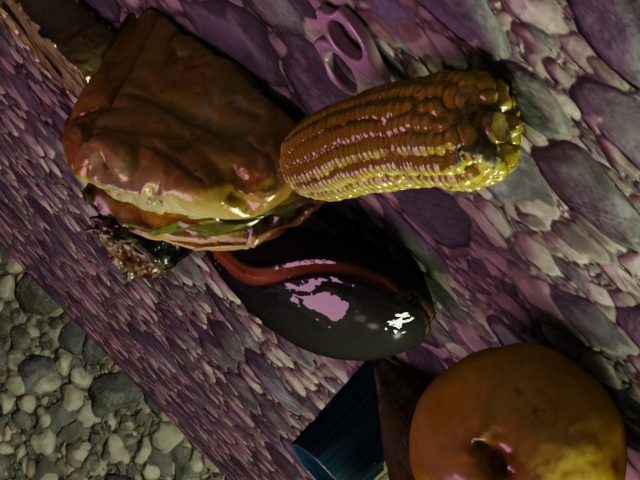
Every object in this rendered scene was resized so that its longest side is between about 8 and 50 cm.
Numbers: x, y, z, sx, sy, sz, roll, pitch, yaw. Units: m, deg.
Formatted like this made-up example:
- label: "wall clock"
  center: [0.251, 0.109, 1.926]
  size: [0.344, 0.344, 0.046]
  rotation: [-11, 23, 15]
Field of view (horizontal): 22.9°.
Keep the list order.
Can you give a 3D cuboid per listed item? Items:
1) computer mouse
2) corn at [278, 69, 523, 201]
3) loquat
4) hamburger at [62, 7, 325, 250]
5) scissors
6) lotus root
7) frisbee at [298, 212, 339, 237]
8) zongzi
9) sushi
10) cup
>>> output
- label: "computer mouse"
  center: [-0.013, 0.058, 1.735]
  size: [0.183, 0.116, 0.323]
  rotation: [39, 164, -34]
- label: "corn"
  center: [0.059, -0.079, 1.312]
  size: [0.101, 0.101, 0.292]
  rotation: [53, 152, -16]
- label: "loquat"
  center: [0.188, 0.198, 1.502]
  size: [0.208, 0.208, 0.208]
  rotation: [42, 163, 17]
- label: "hamburger"
  center: [-0.160, -0.093, 1.688]
  size: [0.330, 0.209, 0.162]
  rotation: [41, 162, 28]
- label: "scissors"
  center: [0.070, -0.122, 1.369]
  size: [0.212, 0.021, 0.110]
  rotation: [43, 160, 16]
- label: "lotus root"
  center: [-0.328, -0.258, 1.964]
  size: [0.261, 0.074, 0.170]
  rotation: [40, 164, 27]
- label: "frisbee"
  center: [0.000, 0.000, 1.834]
  size: [0.110, 0.014, 0.110]
  rotation: [41, 162, 17]
- label: "zongzi"
  center: [0.131, 0.300, 1.899]
  size: [0.300, 0.138, 0.286]
  rotation: [38, 132, 55]
- label: "sushi"
  center: [-0.260, -0.017, 2.266]
  size: [0.147, 0.115, 0.212]
  rotation: [53, 163, -19]
- label: "cup"
  center: [0.055, 0.258, 2.040]
  size: [0.131, 0.155, 0.176]
  rotation: [41, 161, 24]
